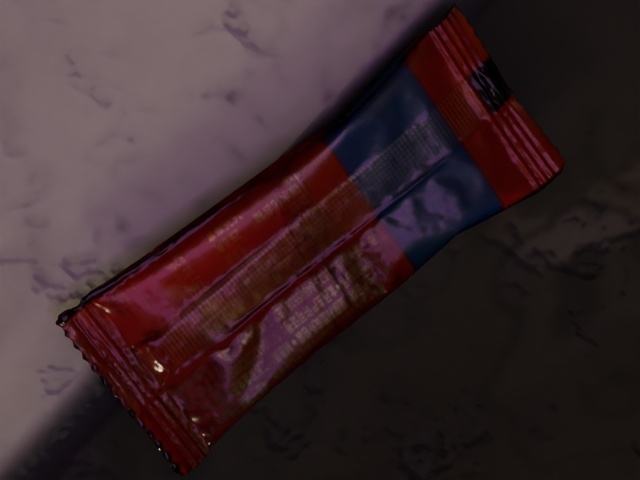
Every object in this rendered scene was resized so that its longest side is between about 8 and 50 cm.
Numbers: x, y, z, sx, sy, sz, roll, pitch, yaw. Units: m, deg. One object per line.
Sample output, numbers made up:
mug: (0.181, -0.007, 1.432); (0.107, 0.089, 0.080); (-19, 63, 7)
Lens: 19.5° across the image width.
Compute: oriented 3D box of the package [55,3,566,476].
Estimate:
package: (0.000, 0.000, 0.723); (0.200, 0.022, 0.083); (-38, 110, -8)
